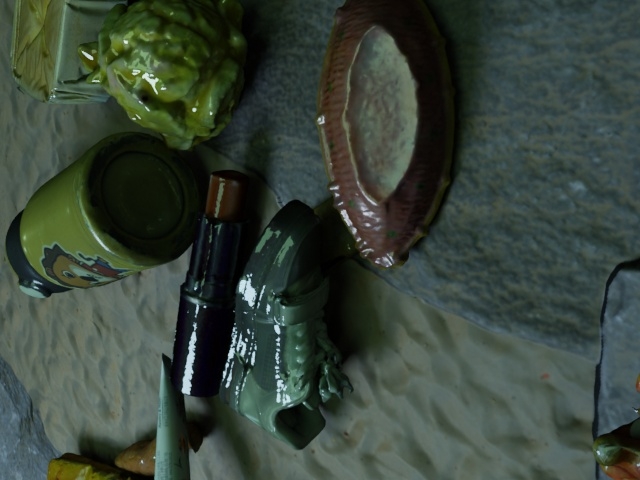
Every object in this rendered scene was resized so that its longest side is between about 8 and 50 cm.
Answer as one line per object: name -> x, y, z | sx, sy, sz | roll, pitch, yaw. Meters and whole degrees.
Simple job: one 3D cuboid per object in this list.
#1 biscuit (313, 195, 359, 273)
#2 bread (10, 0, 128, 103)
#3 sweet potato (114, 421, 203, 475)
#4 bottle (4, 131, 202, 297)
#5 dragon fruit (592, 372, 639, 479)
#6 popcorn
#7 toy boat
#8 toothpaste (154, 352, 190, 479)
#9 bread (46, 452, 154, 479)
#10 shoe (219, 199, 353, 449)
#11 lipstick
biscuit -> 0.000, 0.000, 0.847 | 0.147, 0.018, 0.071 | -34, 73, 39
bread -> -0.357, -0.305, 1.048 | 0.192, 0.109, 0.210 | 27, 112, 41
sweet potato -> -0.233, 0.307, 1.057 | 0.202, 0.058, 0.055 | -30, 33, 34
bottle -> -0.322, -0.014, 1.016 | 0.351, 0.171, 0.172 | -20, 82, 47
dragon fruit -> 0.300, 0.141, 0.543 | 0.150, 0.207, 0.133 | 95, 164, -70
popcorn -> -0.179, -0.203, 0.869 | 0.187, 0.185, 0.167 | -19, 68, 49
toy boat -> 0.065, -0.121, 0.735 | 0.140, 0.099, 0.318 | 0, 97, 12
toothpaste -> -0.189, 0.307, 0.941 | 0.058, 0.055, 0.315 | -34, 53, 46
bread -> -0.331, 0.403, 1.123 | 0.270, 0.077, 0.139 | 0, 102, 41
shoe -> -0.017, 0.107, 0.813 | 0.149, 0.109, 0.293 | 32, 124, 22
lipstick -> -0.137, 0.056, 0.925 | 0.081, 0.081, 0.300 | 23, 112, 35
